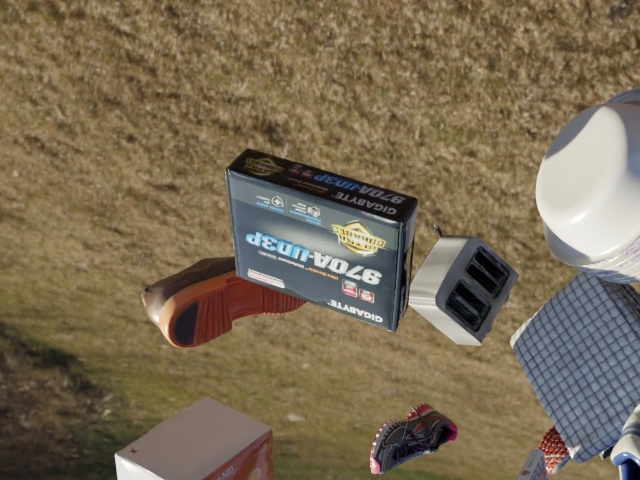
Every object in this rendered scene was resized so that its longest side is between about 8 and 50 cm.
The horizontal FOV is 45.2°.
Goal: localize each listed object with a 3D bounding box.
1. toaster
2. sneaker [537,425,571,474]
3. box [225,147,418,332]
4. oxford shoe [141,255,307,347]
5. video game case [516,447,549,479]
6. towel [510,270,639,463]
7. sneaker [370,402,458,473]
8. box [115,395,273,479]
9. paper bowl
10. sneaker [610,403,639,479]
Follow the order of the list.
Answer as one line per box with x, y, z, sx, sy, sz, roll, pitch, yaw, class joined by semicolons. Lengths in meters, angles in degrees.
0.268;0.087;1.474;0.186;0.168;0.110;40;162;-20;toaster
0.599;0.469;1.809;0.088;0.225;0.092;6;131;58;sneaker
0.000;0.000;0.901;0.220;0.051;0.175;18;136;19;box
-0.127;0.058;1.308;0.364;0.133;0.129;-17;125;-35;oxford shoe
0.337;0.475;1.256;0.023;0.183;0.201;5;126;37;video game case
0.494;0.215;1.348;0.121;0.283;0.235;12;130;-38;towel
0.239;0.517;1.995;0.299;0.112;0.120;-21;123;-42;sneaker
-0.209;0.490;1.349;0.168;0.215;0.345;15;117;34;box
0.435;-0.089;1.146;0.148;0.284;0.284;21;138;-19;paper bowl
0.401;0.327;0.889;0.112;0.131;0.296;-7;108;54;sneaker
